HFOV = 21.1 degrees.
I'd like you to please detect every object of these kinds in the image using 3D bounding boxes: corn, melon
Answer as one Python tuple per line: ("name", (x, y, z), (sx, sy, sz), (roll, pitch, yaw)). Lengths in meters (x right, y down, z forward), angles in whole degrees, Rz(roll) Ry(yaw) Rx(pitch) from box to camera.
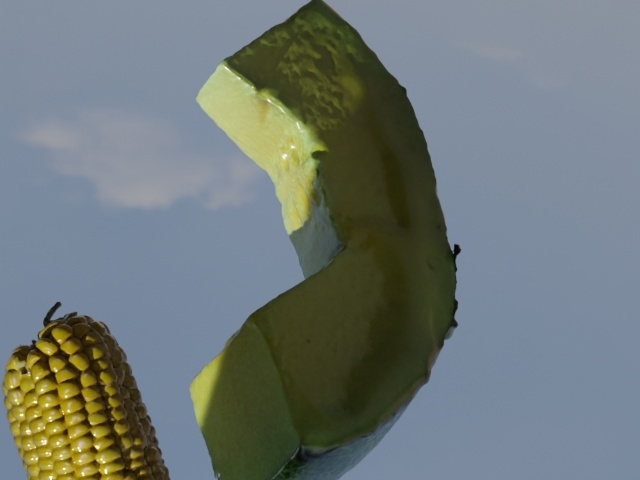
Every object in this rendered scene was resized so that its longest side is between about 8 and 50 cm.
("corn", (-0.151, 0.188, 1.215), (0.101, 0.310, 0.101), (-19, 171, -3))
("melon", (0.000, 0.000, 0.683), (0.118, 0.064, 0.209), (-1, -112, -33))
